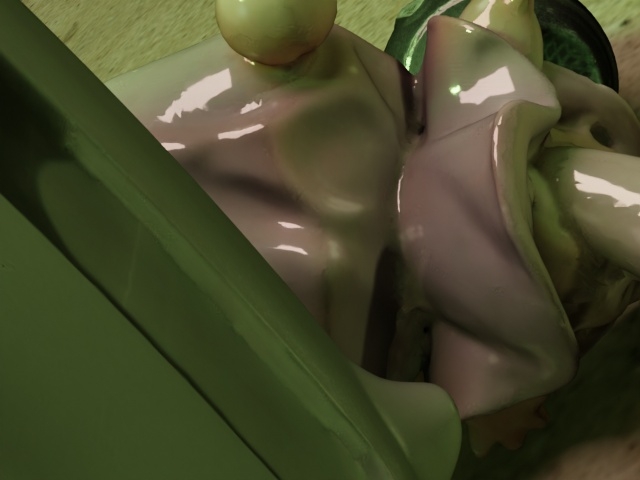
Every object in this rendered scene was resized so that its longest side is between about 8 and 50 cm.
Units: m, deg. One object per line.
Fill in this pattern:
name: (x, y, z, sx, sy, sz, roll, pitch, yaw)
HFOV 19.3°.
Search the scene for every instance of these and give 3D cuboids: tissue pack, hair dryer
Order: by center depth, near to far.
tissue pack: (-0.118, 0.065, 0.461, 0.236, 0.333, 0.229, -37, 20, 15)
hair dryer: (0.000, 0.000, 0.777, 0.271, 0.091, 0.235, -46, 10, -1)

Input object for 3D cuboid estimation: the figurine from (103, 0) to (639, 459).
figurine: (0.021, 0.000, 0.602, 0.276, 0.200, 0.133, -5, 45, 20)
